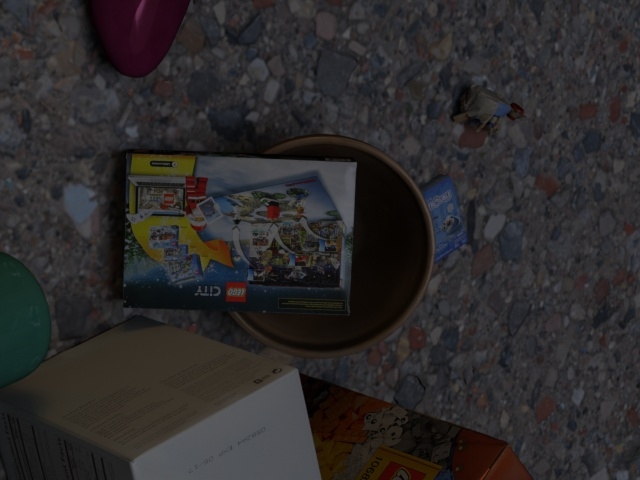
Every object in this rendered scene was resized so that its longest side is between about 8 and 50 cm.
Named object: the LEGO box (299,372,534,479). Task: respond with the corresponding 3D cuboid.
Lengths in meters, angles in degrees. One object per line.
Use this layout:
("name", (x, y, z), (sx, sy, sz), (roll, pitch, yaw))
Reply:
("LEGO box", (0.134, 0.395, 1.899), (0.193, 0.372, 0.500), (-51, 126, -20))

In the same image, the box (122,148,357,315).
("box", (-0.083, -0.009, 1.760), (0.233, 0.044, 0.159), (2, 100, -3))

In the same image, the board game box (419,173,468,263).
("board game box", (0.128, -0.018, 2.043), (0.090, 0.020, 0.090), (-33, 118, -31))

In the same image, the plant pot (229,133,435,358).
("plant pot", (0.000, 0.000, 1.844), (0.237, 0.110, 0.237), (0, 100, -2))

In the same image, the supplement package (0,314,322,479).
("supplement package", (-0.158, 0.221, 1.682), (0.199, 0.263, 0.198), (-26, 116, -34))

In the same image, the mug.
("mug", (-0.320, 0.078, 1.618), (0.097, 0.158, 0.129), (-21, 89, -43))

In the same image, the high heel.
("high heel", (-0.124, -0.338, 1.651), (0.127, 0.181, 0.377), (1, 98, -41))

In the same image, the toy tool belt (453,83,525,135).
("toy tool belt", (0.199, -0.150, 2.065), (0.083, 0.052, 0.051), (20, 117, -38))
